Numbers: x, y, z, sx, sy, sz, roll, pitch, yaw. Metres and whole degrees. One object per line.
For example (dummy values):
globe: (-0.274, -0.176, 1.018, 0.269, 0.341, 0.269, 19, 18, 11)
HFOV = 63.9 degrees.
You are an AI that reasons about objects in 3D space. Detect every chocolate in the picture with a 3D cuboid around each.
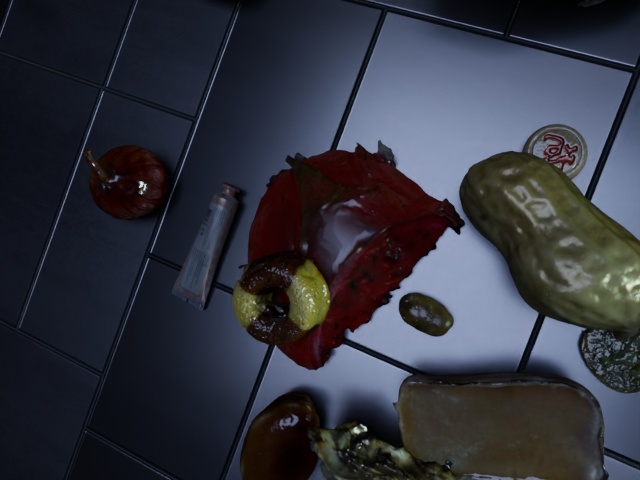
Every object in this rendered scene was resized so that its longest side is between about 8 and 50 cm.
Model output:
chocolate: (0.235, 0.240, 0.691, 0.261, 0.083, 0.161, -1, 104, 19)

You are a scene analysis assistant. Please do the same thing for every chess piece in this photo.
chess piece: (0.325, -0.119, 0.714, 0.083, 0.038, 0.084, 0, 88, 14)

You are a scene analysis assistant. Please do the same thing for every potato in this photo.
potato: (0.152, 0.107, 0.743, 0.083, 0.040, 0.051, 27, 99, 16)

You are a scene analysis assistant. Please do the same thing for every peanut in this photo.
peanut: (0.297, 0.006, 0.649, 0.291, 0.159, 0.143, 49, 128, 12)

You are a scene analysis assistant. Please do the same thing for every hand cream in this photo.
hand cream: (-0.182, 0.008, 0.841, 0.067, 0.043, 0.210, 26, 99, 17)

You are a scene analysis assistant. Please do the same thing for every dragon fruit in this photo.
dragon fruit: (0.000, 0.000, 0.766, 0.282, 0.100, 0.344, 43, 96, 18)

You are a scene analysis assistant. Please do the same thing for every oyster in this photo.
oyster: (0.146, 0.363, 0.683, 0.395, 0.204, 0.111, 28, 56, 5)

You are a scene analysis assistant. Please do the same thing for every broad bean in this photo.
broad bean: (-0.059, 0.309, 0.764, 0.114, 0.084, 0.165, 12, 95, 10)

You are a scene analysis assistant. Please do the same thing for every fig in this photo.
fig: (-0.312, -0.102, 0.838, 0.128, 0.150, 0.129, 8, 67, -18)

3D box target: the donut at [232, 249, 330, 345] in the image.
donut: (-0.060, 0.081, 0.709, 0.140, 0.059, 0.141, 6, 106, 21)

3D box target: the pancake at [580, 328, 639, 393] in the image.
pancake: (0.407, 0.148, 0.686, 0.107, 0.017, 0.108, -1, 87, 11)

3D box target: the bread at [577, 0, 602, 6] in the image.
bread: (0.290, -0.451, 0.609, 0.388, 0.183, 0.236, 12, 120, -25)
